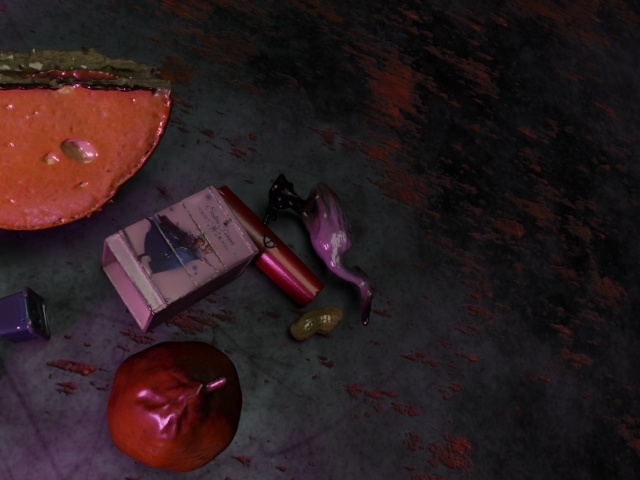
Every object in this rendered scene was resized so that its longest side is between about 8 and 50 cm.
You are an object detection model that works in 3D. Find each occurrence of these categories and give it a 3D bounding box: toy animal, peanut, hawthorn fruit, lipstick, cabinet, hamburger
[{"bbox_3d":[0.020,0.000,1.178,0.324,0.090,0.195,49,44,-2],"label":"toy animal"},{"bbox_3d":[-0.007,0.157,1.128,0.113,0.054,0.054,-17,76,-26],"label":"peanut"},{"bbox_3d":[-0.205,0.236,0.889,0.208,0.248,0.208,14,59,-24],"label":"hawthorn fruit"},{"bbox_3d":[-0.111,0.011,1.134,0.280,0.073,0.073,44,58,1],"label":"lipstick"},{"bbox_3d":[-0.244,0.032,1.018,0.206,0.150,0.145,-32,84,-31],"label":"cabinet"},{"bbox_3d":[-0.472,-0.155,0.943,0.446,0.287,0.268,-7,30,-24],"label":"hamburger"}]

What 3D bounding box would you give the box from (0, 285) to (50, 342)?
[{"bbox_3d":[-0.462,0.120,0.917,0.054,0.099,0.074,-15,74,-13],"label":"box"}]
